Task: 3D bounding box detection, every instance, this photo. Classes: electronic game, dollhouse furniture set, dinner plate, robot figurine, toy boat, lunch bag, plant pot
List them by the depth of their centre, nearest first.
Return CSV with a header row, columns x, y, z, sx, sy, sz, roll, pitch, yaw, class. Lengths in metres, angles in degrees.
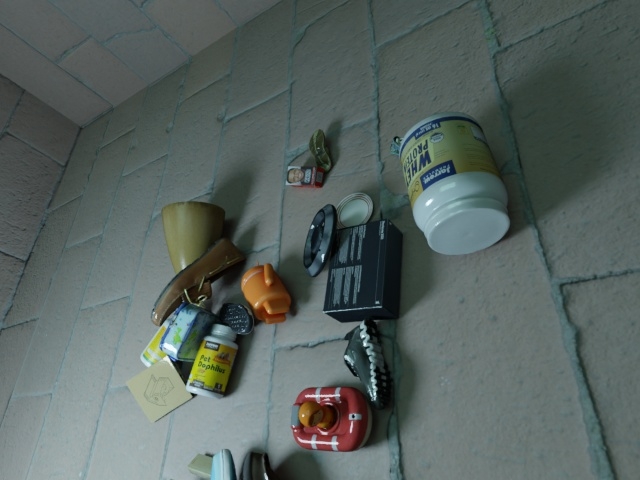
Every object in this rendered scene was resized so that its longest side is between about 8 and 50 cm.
x,y,z,sx,sy,sz,roll,pitch,yaw,class
0.007,0.428,1.102,0.231,0.151,0.151,-14,59,33,toy boat
-0.343,0.717,1.284,0.144,0.123,0.151,-5,26,35,dollhouse furniture set
0.000,0.000,1.379,0.229,0.048,0.229,-165,90,-75,electronic game
-0.172,0.163,1.424,0.128,0.158,0.219,-33,46,-5,robot figurine
0.106,-0.088,1.443,0.141,0.017,0.141,-19,53,28,dinner plate
-0.415,0.301,1.458,0.090,0.219,0.176,22,78,16,lunch bag
-0.479,0.010,1.705,0.237,0.237,0.254,-14,70,30,plant pot

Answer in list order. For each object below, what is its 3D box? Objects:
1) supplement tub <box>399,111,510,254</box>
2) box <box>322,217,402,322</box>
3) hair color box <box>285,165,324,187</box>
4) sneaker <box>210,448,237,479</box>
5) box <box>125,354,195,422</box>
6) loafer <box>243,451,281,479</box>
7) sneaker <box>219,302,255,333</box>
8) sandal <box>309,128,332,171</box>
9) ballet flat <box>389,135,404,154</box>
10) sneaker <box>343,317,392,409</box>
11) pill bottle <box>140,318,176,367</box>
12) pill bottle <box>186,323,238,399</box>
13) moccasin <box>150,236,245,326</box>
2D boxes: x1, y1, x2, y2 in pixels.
x,y,z,sx,sy,sz,roll,pitch,yaw,class
0.337,-0.145,1.155,0.228,0.228,0.316,-24,51,24,supplement tub
0.123,0.087,1.264,0.184,0.103,0.261,-13,56,36,box
-0.057,-0.228,1.621,0.141,0.043,0.072,7,89,41,hair color box
-0.313,0.704,1.139,0.208,0.127,0.319,-4,57,-5,sneaker
-0.532,0.493,1.504,0.201,0.021,0.164,-34,87,16,box
-0.072,0.663,1.063,0.130,0.133,0.366,-25,56,-12,loafer
-0.240,0.242,1.427,0.235,0.097,0.084,10,81,60,sneaker
0.007,-0.321,1.646,0.072,0.049,0.180,-30,64,27,sandal
0.284,-0.278,1.382,0.188,0.070,0.070,31,84,43,ballet flat
0.112,0.320,1.151,0.106,0.078,0.234,-31,48,27,sneaker
-0.520,0.348,1.583,0.118,0.117,0.208,30,84,44,pill bottle
-0.332,0.377,1.420,0.117,0.117,0.215,-3,63,36,pill bottle
-0.414,0.155,1.552,0.380,0.147,0.139,-45,-2,-36,moccasin
